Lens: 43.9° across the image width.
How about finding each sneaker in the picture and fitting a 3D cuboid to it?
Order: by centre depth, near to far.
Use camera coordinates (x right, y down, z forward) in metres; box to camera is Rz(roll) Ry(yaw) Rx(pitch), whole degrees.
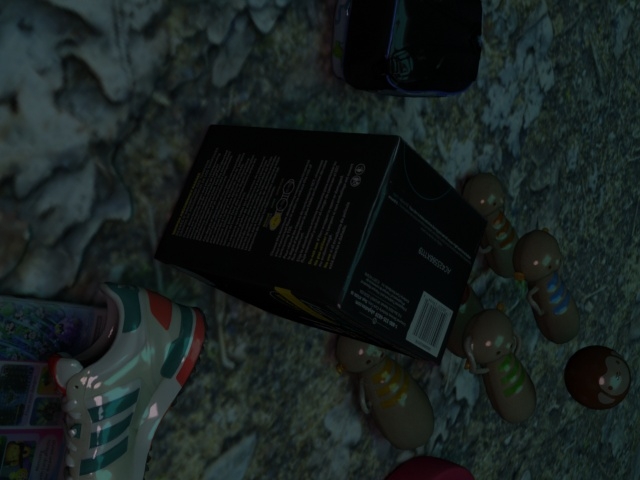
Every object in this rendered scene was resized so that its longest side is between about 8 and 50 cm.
[{"bbox_3d":[-0.128,0.098,0.446,0.075,0.057,0.161,31,76,-30],"label":"sneaker"}]

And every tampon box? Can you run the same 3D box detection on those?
[{"bbox_3d":[0.000,0.000,0.510,0.120,0.161,0.102,33,74,-46],"label":"tampon box"}]

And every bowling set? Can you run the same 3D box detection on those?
[{"bbox_3d":[0.168,0.058,0.698,0.287,0.199,0.154,-56,133,-31],"label":"bowling set"}]

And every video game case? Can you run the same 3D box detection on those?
[{"bbox_3d":[-0.166,0.111,0.453,0.143,0.019,0.157,15,88,-49],"label":"video game case"}]

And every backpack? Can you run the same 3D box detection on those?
[{"bbox_3d":[0.068,-0.162,0.610,0.114,0.084,0.105,-3,102,-43],"label":"backpack"}]

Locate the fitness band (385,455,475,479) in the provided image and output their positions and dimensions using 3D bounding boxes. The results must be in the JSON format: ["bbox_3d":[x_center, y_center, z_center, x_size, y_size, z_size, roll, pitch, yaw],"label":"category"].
[{"bbox_3d":[0.072,0.346,0.758,0.291,0.054,0.209,-51,129,-30],"label":"fitness band"}]
